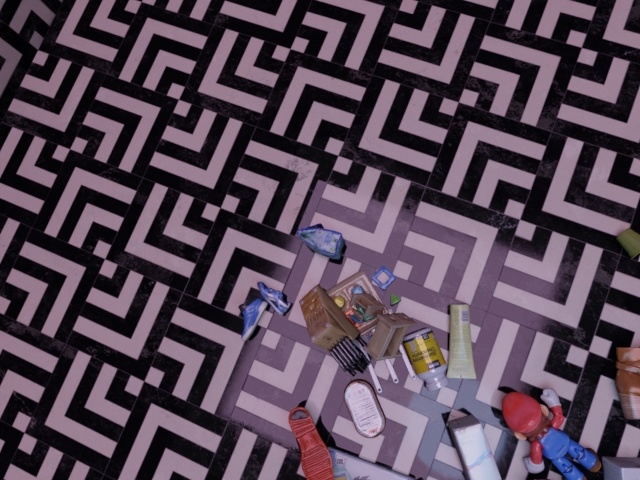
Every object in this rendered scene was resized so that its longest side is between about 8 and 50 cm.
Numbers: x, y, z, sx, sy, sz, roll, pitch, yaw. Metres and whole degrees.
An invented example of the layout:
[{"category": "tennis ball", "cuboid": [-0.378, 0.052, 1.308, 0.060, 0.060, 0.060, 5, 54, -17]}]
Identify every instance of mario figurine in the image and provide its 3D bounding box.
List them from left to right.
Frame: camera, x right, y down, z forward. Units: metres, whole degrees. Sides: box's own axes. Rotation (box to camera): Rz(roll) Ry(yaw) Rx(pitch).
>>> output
[{"category": "mario figurine", "cuboid": [0.685, 0.587, 1.526, 0.320, 0.170, 0.198, 45, 51, 2]}]

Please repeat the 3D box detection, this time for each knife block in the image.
[{"category": "knife block", "cuboid": [0.064, 0.299, 1.615, 0.088, 0.242, 0.276, -43, 37, 16]}]

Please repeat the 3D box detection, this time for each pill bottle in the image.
[{"category": "pill bottle", "cuboid": [0.342, 0.380, 1.592, 0.103, 0.103, 0.184, -22, 78, 3]}]

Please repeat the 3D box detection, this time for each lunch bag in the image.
[{"category": "lunch bag", "cuboid": [0.000, 0.000, 1.689, 0.151, 0.129, 0.096, 14, 81, 11]}]

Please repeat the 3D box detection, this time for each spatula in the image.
[{"category": "spatula", "cuboid": [0.206, 0.370, 1.652, 0.168, 0.019, 0.242, -22, 76, 2]}]

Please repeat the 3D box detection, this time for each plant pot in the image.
[{"category": "plant pot", "cuboid": [1.001, 0.004, 1.597, 0.083, 0.083, 0.079, -39, 66, -1]}]

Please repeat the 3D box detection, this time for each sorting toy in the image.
[{"category": "sorting toy", "cuboid": [0.111, 0.221, 1.669, 0.347, 0.047, 0.196, -31, 72, 1]}]

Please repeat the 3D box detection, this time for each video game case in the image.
[{"category": "video game case", "cuboid": [0.112, 0.865, 1.567, 0.299, 0.036, 0.329, 17, 82, 9]}]

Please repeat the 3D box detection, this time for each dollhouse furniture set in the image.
[{"category": "dollhouse furniture set", "cuboid": [0.183, 0.270, 1.584, 0.183, 0.128, 0.129, 38, 114, 43]}]

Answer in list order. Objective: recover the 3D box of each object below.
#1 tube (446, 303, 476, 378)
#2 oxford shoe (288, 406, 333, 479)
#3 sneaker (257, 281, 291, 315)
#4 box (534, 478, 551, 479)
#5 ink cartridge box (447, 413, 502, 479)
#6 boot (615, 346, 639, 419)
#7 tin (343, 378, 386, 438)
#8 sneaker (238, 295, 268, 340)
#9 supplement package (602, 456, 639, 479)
[{"category": "tube", "cuboid": [0.453, 0.326, 1.616, 0.070, 0.062, 0.240, -7, 82, 50]}, {"category": "oxford shoe", "cuboid": [-0.024, 0.665, 1.589, 0.096, 0.098, 0.272, -18, 74, -5]}, {"category": "sneaker", "cuboid": [-0.161, 0.191, 1.715, 0.059, 0.053, 0.144, -42, 86, -1]}, {"category": "box", "cuboid": [0.660, 0.862, 1.420, 0.154, 0.142, 0.300, 14, 81, 46]}, {"category": "ink cartridge box", "cuboid": [0.467, 0.652, 1.501, 0.093, 0.154, 0.213, -20, 78, 3]}, {"category": "boot", "cuboid": [1.047, 0.428, 1.509, 0.283, 0.109, 0.220, -3, 75, 14]}, {"category": "tin", "cuboid": [0.143, 0.549, 1.622, 0.106, 0.040, 0.190, -25, 78, 6]}, {"category": "sneaker", "cuboid": [-0.252, 0.262, 1.707, 0.084, 0.058, 0.152, 27, 80, 5]}, {"category": "supplement package", "cuboid": [0.921, 0.770, 1.435, 0.139, 0.134, 0.244, -2, 80, 7]}]
